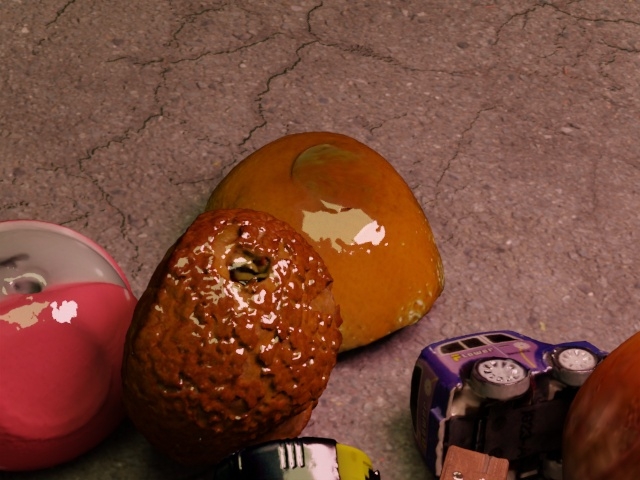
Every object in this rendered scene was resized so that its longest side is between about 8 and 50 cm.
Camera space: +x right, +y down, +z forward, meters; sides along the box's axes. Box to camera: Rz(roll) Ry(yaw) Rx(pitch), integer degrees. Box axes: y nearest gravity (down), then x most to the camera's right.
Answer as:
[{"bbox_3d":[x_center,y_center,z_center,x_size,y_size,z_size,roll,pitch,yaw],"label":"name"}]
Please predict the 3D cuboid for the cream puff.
[{"bbox_3d":[-0.084,0.115,1.772,0.212,0.303,0.303,22,47,10],"label":"cream puff"}]

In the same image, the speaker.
[{"bbox_3d":[-0.344,0.112,1.840,0.294,0.294,0.294,3,45,-3],"label":"speaker"}]

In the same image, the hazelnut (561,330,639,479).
[{"bbox_3d":[0.432,0.247,1.685,0.372,0.315,0.372,-6,69,15],"label":"hazelnut"}]

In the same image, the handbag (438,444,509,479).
[{"bbox_3d":[0.138,0.325,1.685,0.072,0.151,0.193,14,43,5],"label":"handbag"}]

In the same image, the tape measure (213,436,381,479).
[{"bbox_3d":[-0.022,0.269,1.699,0.199,0.186,0.112,-4,66,-9],"label":"tape measure"}]

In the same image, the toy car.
[{"bbox_3d":[0.214,0.182,1.835,0.235,0.172,0.158,-10,32,-20],"label":"toy car"}]

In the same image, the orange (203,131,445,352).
[{"bbox_3d":[-0.002,-0.007,2.008,0.262,0.196,0.335,-23,57,-8],"label":"orange"}]
